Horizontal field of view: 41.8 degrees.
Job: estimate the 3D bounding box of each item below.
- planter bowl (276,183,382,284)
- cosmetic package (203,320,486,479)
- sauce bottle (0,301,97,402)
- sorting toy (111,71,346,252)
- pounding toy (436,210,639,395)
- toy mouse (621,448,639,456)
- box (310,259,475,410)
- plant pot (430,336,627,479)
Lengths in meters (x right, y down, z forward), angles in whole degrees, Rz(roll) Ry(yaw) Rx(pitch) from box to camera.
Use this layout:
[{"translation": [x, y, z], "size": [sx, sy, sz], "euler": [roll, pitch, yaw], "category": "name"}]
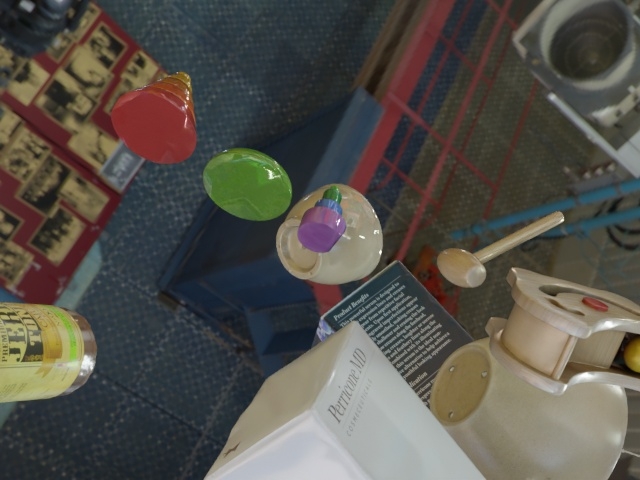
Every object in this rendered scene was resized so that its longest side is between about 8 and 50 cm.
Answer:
[{"translation": [0.000, 0.000, 1.310], "size": [0.109, 0.162, 0.162], "euler": [-20, 173, -45], "category": "planter bowl"}, {"translation": [0.100, 0.342, 0.949], "size": [0.162, 0.453, 0.230], "euler": [-37, -173, 22], "category": "cosmetic package"}, {"translation": [-0.365, 0.115, 0.845], "size": [0.111, 0.111, 0.344], "euler": [-50, 162, 8], "category": "sauce bottle"}, {"translation": [-0.109, -0.126, 1.188], "size": [0.127, 0.366, 0.126], "euler": [-40, -156, 44], "category": "sorting toy"}, {"translation": [0.266, 0.066, 0.873], "size": [0.154, 0.270, 0.154], "euler": [-124, -130, -66], "category": "pounding toy"}, {"translation": [0.543, 0.324, 1.215], "size": [0.143, 0.031, 0.161], "euler": [-54, -127, 27], "category": "toy mouse"}, {"translation": [0.183, 0.292, 1.676], "size": [0.212, 0.395, 0.293], "euler": [-35, 161, -23], "category": "box"}, {"translation": [0.275, 0.251, 1.245], "size": [0.284, 0.191, 0.284], "euler": [-46, -153, 32], "category": "plant pot"}]
